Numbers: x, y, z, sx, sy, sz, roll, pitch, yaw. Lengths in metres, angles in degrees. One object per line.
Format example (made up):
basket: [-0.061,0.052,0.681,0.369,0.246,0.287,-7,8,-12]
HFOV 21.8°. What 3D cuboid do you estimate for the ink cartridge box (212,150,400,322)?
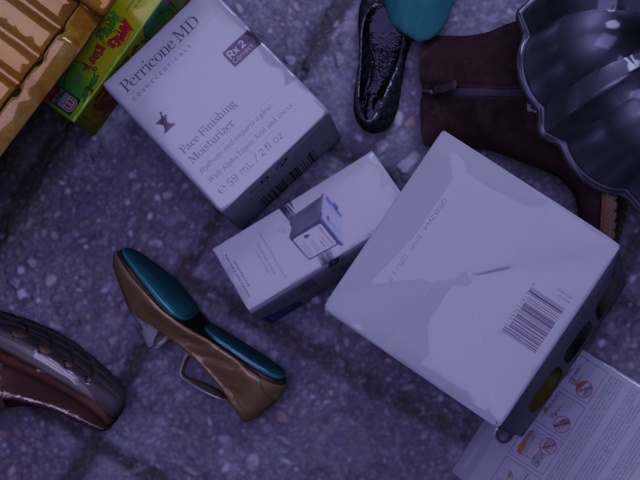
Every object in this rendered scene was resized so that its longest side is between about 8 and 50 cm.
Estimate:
ink cartridge box: [0.000,0.000,1.694,0.190,0.139,0.082,-33,80,2]

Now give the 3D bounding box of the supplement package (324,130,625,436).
supplement package: [0.158,0.052,1.601,0.198,0.262,0.199,34,89,14]

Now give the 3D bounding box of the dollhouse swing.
dollhouse swing: [-0.433,-0.205,1.700,0.305,0.315,0.347,38,90,-12]

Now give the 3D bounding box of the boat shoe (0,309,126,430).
boat shoe: [-0.356,0.132,1.741,0.324,0.123,0.116,24,95,14]

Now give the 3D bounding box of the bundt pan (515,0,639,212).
bundt pan: [0.365,-0.196,1.629,0.330,0.124,0.331,3,77,-13]

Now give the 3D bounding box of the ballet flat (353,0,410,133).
ballet flat: [0.066,-0.199,1.751,0.057,0.049,0.173,2,85,6]

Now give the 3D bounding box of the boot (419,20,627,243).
boot: [0.210,-0.106,1.725,0.206,0.090,0.248,-5,85,18]

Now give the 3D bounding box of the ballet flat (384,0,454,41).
ballet flat: [0.115,-0.333,1.724,0.083,0.087,0.247,11,78,0]

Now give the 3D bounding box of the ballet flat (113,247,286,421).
ballet flat: [-0.142,0.103,1.735,0.232,0.080,0.073,39,105,10]

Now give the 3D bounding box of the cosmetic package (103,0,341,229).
cosmetic package: [-0.097,-0.133,1.712,0.151,0.151,0.184,-44,81,0]

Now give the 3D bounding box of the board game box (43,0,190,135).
board game box: [-0.214,-0.202,1.762,0.043,0.092,0.181,35,89,7]

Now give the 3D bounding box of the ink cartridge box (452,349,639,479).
ink cartridge box: [0.282,0.226,1.697,0.232,0.066,0.189,32,89,29]
